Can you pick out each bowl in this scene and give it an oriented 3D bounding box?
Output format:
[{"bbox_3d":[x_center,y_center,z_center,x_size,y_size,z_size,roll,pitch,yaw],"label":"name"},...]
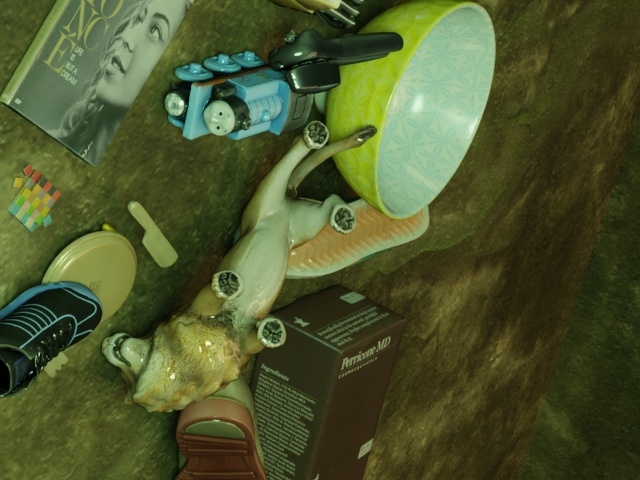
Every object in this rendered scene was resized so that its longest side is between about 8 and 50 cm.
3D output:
[{"bbox_3d":[0.086,-0.188,1.655,0.289,0.156,0.289,-43,146,-38],"label":"bowl"}]

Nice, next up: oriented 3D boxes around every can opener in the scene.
[{"bbox_3d":[0.017,-0.208,1.444,0.186,0.059,0.073,-20,102,-44],"label":"can opener"}]

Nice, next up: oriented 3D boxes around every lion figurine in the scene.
[{"bbox_3d":[-0.083,0.034,1.510,0.392,0.142,0.240,-51,-172,-27],"label":"lion figurine"}]

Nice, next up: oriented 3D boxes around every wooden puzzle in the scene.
[{"bbox_3d":[-0.283,-0.039,1.275,0.049,0.006,0.083,-58,153,-13],"label":"wooden puzzle"}]

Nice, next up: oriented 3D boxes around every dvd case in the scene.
[{"bbox_3d":[-0.209,-0.197,1.262,0.221,0.018,0.164,-62,153,-7],"label":"dvd case"}]

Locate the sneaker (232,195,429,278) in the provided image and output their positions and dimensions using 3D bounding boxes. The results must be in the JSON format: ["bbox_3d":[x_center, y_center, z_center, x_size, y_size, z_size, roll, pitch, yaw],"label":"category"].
[{"bbox_3d":[0.000,0.000,1.713,0.302,0.121,0.108,-11,80,-36],"label":"sneaker"}]

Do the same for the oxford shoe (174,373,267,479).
[{"bbox_3d":[-0.127,0.252,1.690,0.348,0.123,0.130,101,-10,-57],"label":"oxford shoe"}]

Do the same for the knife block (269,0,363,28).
[{"bbox_3d":[-0.064,-0.308,1.373,0.275,0.242,0.088,19,91,-22],"label":"knife block"}]

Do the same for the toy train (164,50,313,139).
[{"bbox_3d":[-0.088,-0.157,1.419,0.184,0.105,0.080,-24,133,-53],"label":"toy train"}]

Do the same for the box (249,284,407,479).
[{"bbox_3d":[-0.014,0.275,1.894,0.191,0.143,0.381,-21,129,-54],"label":"box"}]

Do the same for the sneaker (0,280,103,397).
[{"bbox_3d":[-0.293,0.107,1.263,0.232,0.090,0.081,-19,130,-46],"label":"sneaker"}]

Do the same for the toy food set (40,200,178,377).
[{"bbox_3d":[-0.251,0.044,1.381,0.192,0.038,0.132,-45,144,-15],"label":"toy food set"}]
